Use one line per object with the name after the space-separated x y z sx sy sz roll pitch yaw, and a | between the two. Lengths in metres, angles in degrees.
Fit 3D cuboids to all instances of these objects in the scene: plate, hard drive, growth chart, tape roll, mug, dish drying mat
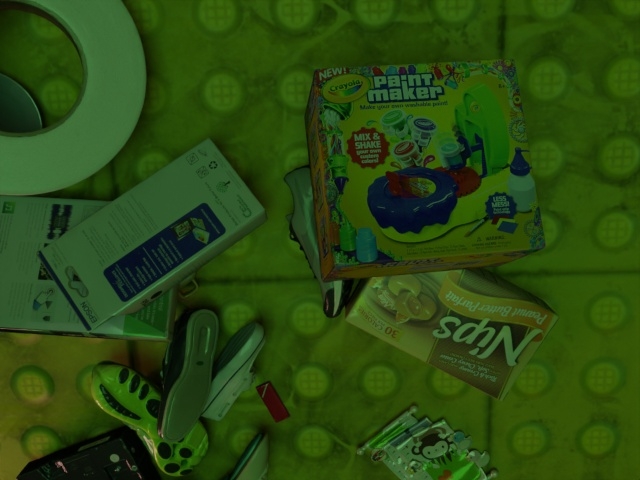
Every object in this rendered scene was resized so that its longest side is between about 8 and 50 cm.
-0.564 -0.196 1.092 0.188 0.024 0.188 1 103 3 | plate
-0.408 0.551 1.257 0.237 0.064 0.338 -23 102 8 | hard drive
0.211 0.419 1.220 0.237 0.021 0.172 42 101 -9 | growth chart
-0.469 -0.260 0.976 0.392 0.072 0.391 -3 98 -19 | tape roll
-0.254 0.061 1.136 0.064 0.078 0.062 -33 68 1 | mug
-0.091 0.308 1.210 0.032 0.008 0.083 -26 102 8 | dish drying mat

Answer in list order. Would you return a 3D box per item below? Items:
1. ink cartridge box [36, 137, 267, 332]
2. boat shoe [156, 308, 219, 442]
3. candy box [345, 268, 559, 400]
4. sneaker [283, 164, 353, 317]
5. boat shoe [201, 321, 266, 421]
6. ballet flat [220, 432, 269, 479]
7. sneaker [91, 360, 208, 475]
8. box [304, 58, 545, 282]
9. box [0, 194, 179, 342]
-0.266 -0.008 1.030 0.333 0.065 0.165 -35 78 -10 | ink cartridge box
-0.242 0.235 1.123 0.079 0.084 0.232 -1 72 40 | boat shoe
0.222 0.123 1.108 0.317 0.087 0.182 28 104 -5 | candy box
0.000 0.000 1.090 0.108 0.100 0.271 -6 98 13 | sneaker
-0.154 0.242 1.169 0.076 0.083 0.226 32 115 -18 | boat shoe
-0.150 0.465 1.217 0.086 0.086 0.248 36 112 -7 | ballet flat
-0.311 0.319 1.179 0.109 0.123 0.295 -40 119 -16 | sneaker
0.137 -0.097 0.942 0.290 0.177 0.279 -5 80 -7 | box
-0.398 0.046 1.078 0.322 0.058 0.232 3 75 3 | box
